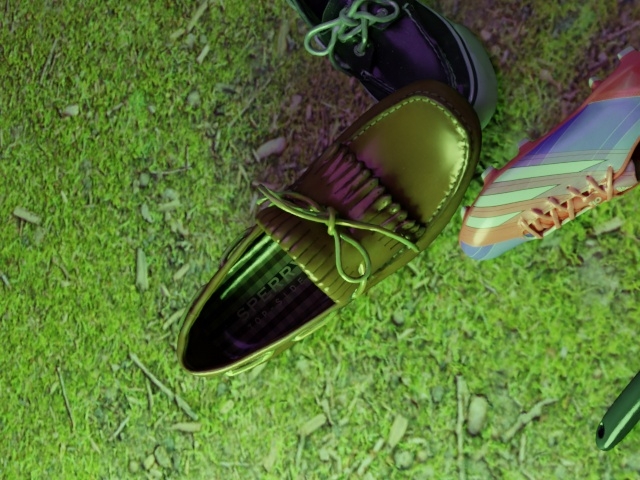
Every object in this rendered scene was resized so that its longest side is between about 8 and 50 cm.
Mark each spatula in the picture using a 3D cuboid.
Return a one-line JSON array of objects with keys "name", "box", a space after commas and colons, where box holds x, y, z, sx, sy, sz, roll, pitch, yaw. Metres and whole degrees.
[{"name": "spatula", "box": [0.299, 0.073, 1.167, 0.296, 0.030, 0.084, -54, 26, 37]}]

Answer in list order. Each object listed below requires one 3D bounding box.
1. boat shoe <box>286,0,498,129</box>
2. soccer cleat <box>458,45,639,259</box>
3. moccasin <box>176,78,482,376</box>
[{"name": "boat shoe", "box": [0.044, -0.208, 1.404, 0.113, 0.105, 0.306, -49, 57, 23]}, {"name": "soccer cleat", "box": [0.217, -0.056, 1.263, 0.248, 0.083, 0.095, -45, 63, 22]}, {"name": "moccasin", "box": [-0.002, -0.003, 1.366, 0.380, 0.147, 0.139, -37, 91, 29]}]
